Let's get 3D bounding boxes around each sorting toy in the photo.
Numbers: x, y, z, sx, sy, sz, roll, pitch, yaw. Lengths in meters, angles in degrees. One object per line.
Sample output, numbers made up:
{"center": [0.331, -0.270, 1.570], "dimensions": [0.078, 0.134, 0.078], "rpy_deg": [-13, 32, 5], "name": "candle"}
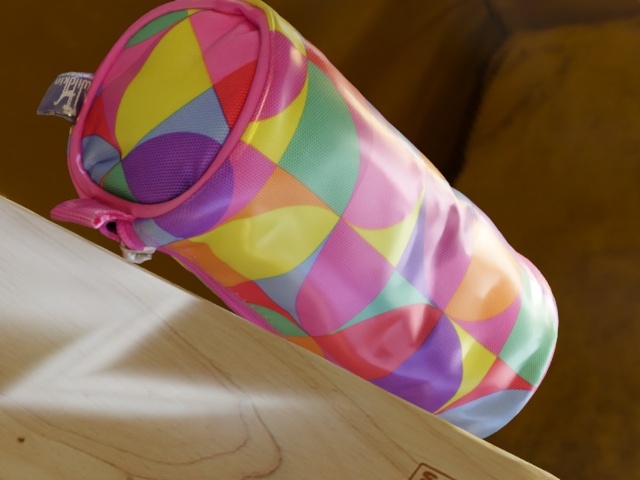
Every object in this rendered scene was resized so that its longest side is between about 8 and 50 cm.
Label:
{"center": [-0.107, 0.122, 0.467], "dimensions": [0.255, 0.257, 0.089], "rpy_deg": [-49, 155, -36], "name": "sorting toy"}

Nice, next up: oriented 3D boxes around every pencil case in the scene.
{"center": [0.000, 0.000, 0.688], "dimensions": [0.236, 0.104, 0.104], "rpy_deg": [37, 58, -45], "name": "pencil case"}

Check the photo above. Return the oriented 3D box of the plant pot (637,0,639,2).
{"center": [0.182, -0.214, 0.627], "dimensions": [0.267, 0.267, 0.235], "rpy_deg": [29, 88, -16], "name": "plant pot"}
